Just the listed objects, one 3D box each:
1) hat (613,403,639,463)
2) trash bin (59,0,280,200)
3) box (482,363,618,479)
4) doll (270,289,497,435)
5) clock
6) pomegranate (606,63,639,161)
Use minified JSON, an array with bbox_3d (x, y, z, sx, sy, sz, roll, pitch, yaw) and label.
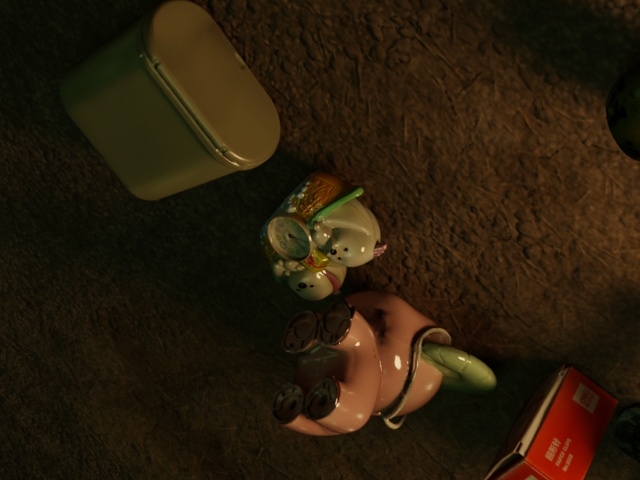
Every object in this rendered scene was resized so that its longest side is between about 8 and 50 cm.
[{"bbox_3d":[0.448,0.276,1.506,0.121,0.050,0.121,17,134,19],"label":"hat"},{"bbox_3d":[-0.210,-0.178,1.519,0.247,0.121,0.243,-17,116,46],"label":"trash bin"},{"bbox_3d":[0.300,0.275,1.512,0.099,0.182,0.133,36,142,3],"label":"box"},{"bbox_3d":[0.078,0.189,1.566,0.268,0.216,0.284,29,150,-36],"label":"doll"},{"bbox_3d":[0.000,0.000,1.539,0.144,0.103,0.231,47,138,3],"label":"clock"},{"bbox_3d":[0.351,-0.113,1.153,0.122,0.161,0.122,9,155,4],"label":"pomegranate"}]
